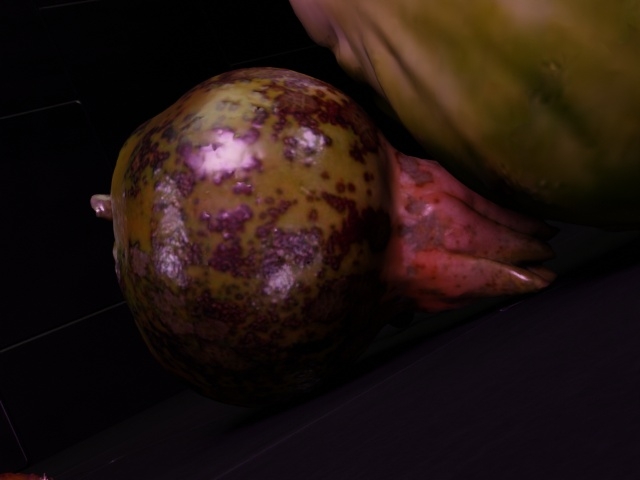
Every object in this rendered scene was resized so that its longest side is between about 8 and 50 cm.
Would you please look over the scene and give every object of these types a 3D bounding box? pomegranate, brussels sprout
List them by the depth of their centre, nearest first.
[{"bbox_3d":[0.156,-0.151,0.573,0.371,0.315,0.276,-6,23,48],"label":"brussels sprout"},{"bbox_3d":[-0.001,-0.017,0.689,0.276,0.204,0.222,-25,-4,7],"label":"pomegranate"}]

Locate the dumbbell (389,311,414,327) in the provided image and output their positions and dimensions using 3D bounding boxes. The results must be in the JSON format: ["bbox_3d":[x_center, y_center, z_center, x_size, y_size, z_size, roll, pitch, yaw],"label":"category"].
[{"bbox_3d":[0.080,0.031,0.901,0.147,0.069,0.069,-27,-4,27],"label":"dumbbell"}]

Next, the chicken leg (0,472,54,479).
[{"bbox_3d":[-0.218,0.169,0.593,0.093,0.053,0.205,-10,9,31],"label":"chicken leg"}]
